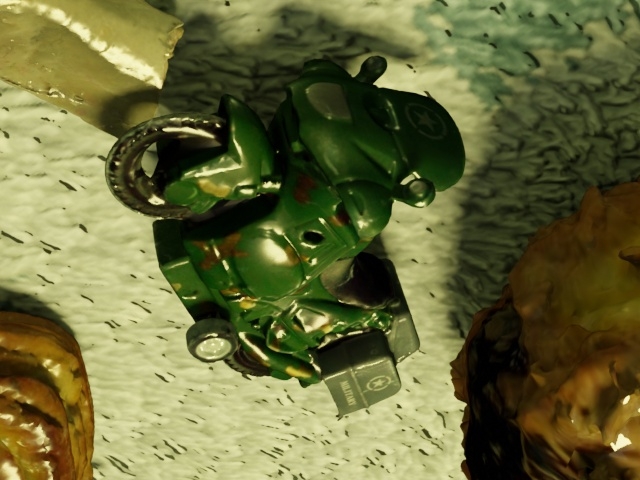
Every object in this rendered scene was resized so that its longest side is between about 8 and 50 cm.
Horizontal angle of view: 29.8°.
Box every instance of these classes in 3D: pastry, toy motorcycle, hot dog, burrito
[{"bbox_3d":[0.243,0.110,0.751,0.337,0.292,0.405,-17,150,23],"label":"pastry"},{"bbox_3d":[0.000,0.000,0.706,0.187,0.124,0.274,-17,143,3],"label":"toy motorcycle"},{"bbox_3d":[-0.291,0.136,0.798,0.272,0.122,0.196,-4,112,-4],"label":"hot dog"},{"bbox_3d":[-0.156,-0.116,0.593,0.226,0.060,0.087,27,136,-34],"label":"burrito"}]
